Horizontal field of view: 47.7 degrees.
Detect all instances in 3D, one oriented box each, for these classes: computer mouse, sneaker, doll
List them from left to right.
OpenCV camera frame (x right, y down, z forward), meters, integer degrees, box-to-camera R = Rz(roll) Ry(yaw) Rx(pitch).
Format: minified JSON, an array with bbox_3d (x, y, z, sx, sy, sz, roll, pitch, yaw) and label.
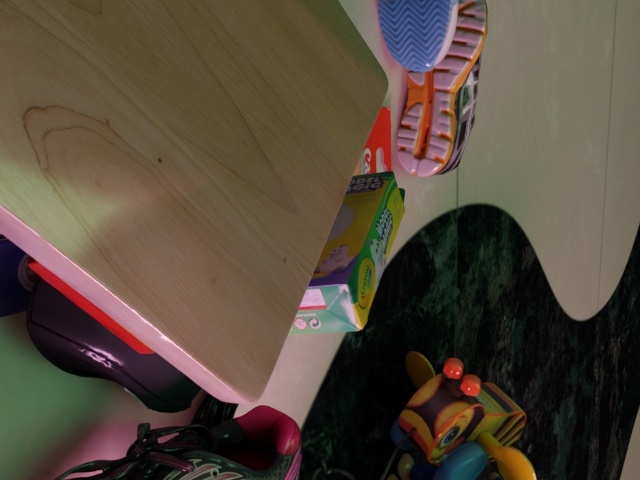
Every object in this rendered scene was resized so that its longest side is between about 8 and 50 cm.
[{"bbox_3d":[-0.128,0.177,0.464,0.299,0.121,0.112,-1,113,-55],"label":"sneaker"},{"bbox_3d":[-0.082,0.046,0.530,0.184,0.060,0.262,-63,149,-21],"label":"computer mouse"},{"bbox_3d":[0.114,-0.291,0.745,0.092,0.087,0.229,-21,115,-52],"label":"sneaker"},{"bbox_3d":[0.142,-0.175,0.815,0.083,0.084,0.215,6,101,-57],"label":"sneaker"},{"bbox_3d":[0.167,0.311,0.841,0.129,0.189,0.046,-42,128,-42],"label":"doll"}]

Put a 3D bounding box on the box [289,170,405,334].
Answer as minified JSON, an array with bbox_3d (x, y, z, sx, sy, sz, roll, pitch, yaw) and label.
[{"bbox_3d":[0.000,0.000,0.543,0.179,0.105,0.043,-62,140,-55],"label":"box"}]

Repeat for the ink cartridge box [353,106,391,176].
[{"bbox_3d":[0.038,-0.054,0.723,0.179,0.045,0.145,-20,113,-48],"label":"ink cartridge box"}]

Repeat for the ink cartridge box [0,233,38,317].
[{"bbox_3d":[-0.128,-0.074,0.492,0.223,0.045,0.224,-17,110,-51],"label":"ink cartridge box"}]

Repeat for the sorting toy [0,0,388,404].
[{"bbox_3d":[-0.094,-0.085,0.398,0.257,0.089,0.255,48,51,-35],"label":"sorting toy"}]

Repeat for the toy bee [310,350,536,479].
[{"bbox_3d":[0.151,0.203,0.786,0.298,0.195,0.162,-24,144,-60],"label":"toy bee"}]
